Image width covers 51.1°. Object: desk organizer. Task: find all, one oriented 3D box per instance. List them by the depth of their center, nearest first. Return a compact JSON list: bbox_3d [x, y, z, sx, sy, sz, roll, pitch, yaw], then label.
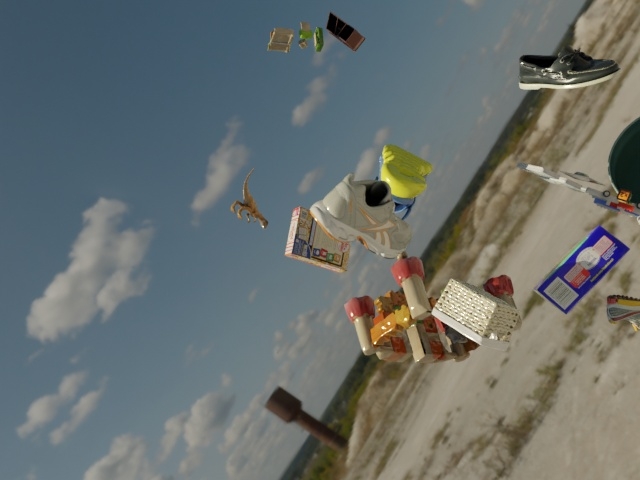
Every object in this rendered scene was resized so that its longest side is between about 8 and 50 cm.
[{"bbox_3d":[0.060,-0.573,1.835,0.047,0.130,0.050,-50,-38,11],"label":"desk organizer"}]

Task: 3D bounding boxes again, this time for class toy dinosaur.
[{"bbox_3d":[-0.244,-0.129,2.248,0.112,0.064,0.211,-33,-61,-24],"label":"toy dinosaur"}]

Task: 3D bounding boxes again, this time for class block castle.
[{"bbox_3d":[0.322,0.191,1.919,0.453,0.213,0.303,11,-39,-36],"label":"block castle"}]

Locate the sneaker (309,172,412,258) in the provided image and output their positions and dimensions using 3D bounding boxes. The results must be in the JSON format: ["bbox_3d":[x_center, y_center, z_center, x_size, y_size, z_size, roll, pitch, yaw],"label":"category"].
[{"bbox_3d":[0.106,-0.047,1.213,0.262,0.099,0.121,13,-54,-50],"label":"sneaker"}]

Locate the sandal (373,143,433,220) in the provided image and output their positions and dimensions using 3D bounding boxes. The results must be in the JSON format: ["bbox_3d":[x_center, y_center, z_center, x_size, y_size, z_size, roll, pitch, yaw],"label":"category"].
[{"bbox_3d":[0.165,-0.121,1.482,0.138,0.126,0.317,-65,-6,23],"label":"sandal"}]

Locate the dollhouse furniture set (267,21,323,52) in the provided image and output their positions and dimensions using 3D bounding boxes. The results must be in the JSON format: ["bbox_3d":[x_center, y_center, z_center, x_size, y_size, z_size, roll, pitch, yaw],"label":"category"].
[{"bbox_3d":[-0.068,-0.553,1.813,0.076,0.152,0.058,121,146,-59],"label":"dollhouse furniture set"}]

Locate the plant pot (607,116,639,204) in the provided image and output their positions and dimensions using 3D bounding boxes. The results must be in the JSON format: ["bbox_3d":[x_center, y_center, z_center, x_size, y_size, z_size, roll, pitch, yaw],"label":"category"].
[{"bbox_3d":[0.798,-0.130,1.454,0.293,0.293,0.196,-56,-43,-9],"label":"plant pot"}]

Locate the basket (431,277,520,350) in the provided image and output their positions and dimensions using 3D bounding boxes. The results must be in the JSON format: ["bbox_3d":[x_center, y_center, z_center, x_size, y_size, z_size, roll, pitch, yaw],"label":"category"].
[{"bbox_3d":[0.364,0.169,1.560,0.113,0.167,0.103,18,-80,-39],"label":"basket"}]

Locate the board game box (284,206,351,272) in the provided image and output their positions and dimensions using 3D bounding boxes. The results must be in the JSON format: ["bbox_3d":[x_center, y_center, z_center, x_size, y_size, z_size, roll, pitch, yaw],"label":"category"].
[{"bbox_3d":[0.000,0.000,1.986,0.045,0.193,0.146,-18,57,58],"label":"board game box"}]

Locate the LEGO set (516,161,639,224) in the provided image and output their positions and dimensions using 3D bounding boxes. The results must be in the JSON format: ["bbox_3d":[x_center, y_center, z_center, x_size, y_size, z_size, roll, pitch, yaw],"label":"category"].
[{"bbox_3d":[0.512,-0.084,1.278,0.244,0.182,0.060,30,100,60],"label":"LEGO set"}]

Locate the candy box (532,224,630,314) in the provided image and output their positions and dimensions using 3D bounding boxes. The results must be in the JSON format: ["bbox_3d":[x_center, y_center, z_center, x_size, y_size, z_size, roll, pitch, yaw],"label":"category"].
[{"bbox_3d":[0.802,0.094,2.091,0.268,0.122,0.317,-48,-15,7],"label":"candy box"}]

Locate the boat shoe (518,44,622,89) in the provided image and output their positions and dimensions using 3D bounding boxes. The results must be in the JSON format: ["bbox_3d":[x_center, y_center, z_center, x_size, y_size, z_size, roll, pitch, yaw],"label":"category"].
[{"bbox_3d":[0.725,-0.521,1.988,0.127,0.113,0.340,-28,22,-20],"label":"boat shoe"}]

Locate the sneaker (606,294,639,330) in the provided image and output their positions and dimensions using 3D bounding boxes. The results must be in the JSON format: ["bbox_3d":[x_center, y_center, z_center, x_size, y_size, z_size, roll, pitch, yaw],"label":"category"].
[{"bbox_3d":[0.941,0.216,1.933,0.088,0.225,0.092,-16,-68,-74],"label":"sneaker"}]
